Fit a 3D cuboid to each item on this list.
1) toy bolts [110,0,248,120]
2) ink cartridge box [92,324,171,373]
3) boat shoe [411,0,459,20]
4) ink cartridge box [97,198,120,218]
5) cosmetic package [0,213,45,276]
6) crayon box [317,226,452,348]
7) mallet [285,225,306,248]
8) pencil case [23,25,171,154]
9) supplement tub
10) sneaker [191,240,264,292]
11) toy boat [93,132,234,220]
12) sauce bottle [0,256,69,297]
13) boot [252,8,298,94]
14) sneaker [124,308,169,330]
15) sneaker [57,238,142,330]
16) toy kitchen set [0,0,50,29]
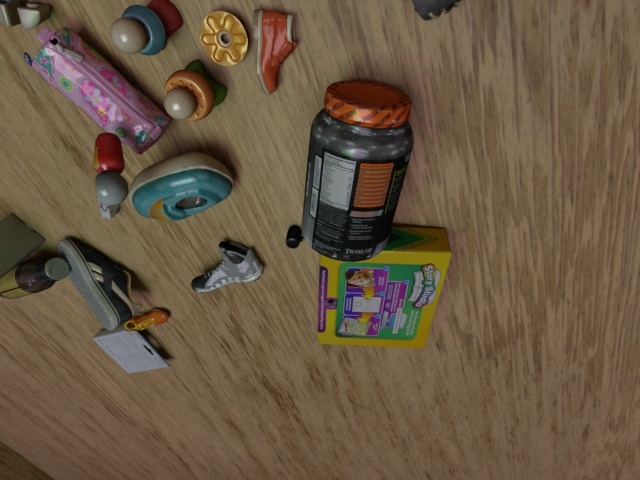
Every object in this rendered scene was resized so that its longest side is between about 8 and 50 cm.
[{"bbox_3d":[-0.276,-0.368,0.782,0.228,0.159,0.218,40,125,-18],"label":"toy bolts"},{"bbox_3d":[-0.709,0.413,1.541,0.223,0.045,0.224,-13,123,20],"label":"ink cartridge box"},{"bbox_3d":[0.190,-0.444,0.659,0.354,0.132,0.130,19,139,8],"label":"boat shoe"},{"bbox_3d":[-0.586,-0.108,1.118,0.028,0.048,0.083,12,127,3],"label":"ink cartridge box"},{"bbox_3d":[-0.958,0.040,1.187,0.107,0.238,0.127,-34,112,20],"label":"cosmetic package"},{"bbox_3d":[0.151,0.133,1.082,0.312,0.106,0.363,2,128,0],"label":"crayon box"},{"bbox_3d":[0.000,0.000,1.085,0.189,0.062,0.039,7,129,-12],"label":"mallet"},{"bbox_3d":[-0.474,-0.323,0.884,0.124,0.124,0.284,-33,114,31],"label":"pencil case"},{"bbox_3d":[0.072,-0.139,0.849,0.206,0.207,0.338,11,128,4],"label":"supplement tub"},{"bbox_3d":[-0.287,0.065,1.171,0.228,0.086,0.132,-14,118,10],"label":"sneaker"},{"bbox_3d":[-0.369,-0.118,0.920,0.267,0.148,0.318,-19,162,22],"label":"toy boat"},{"bbox_3d":[-0.923,0.118,1.295,0.344,0.111,0.112,-11,124,31],"label":"sauce bottle"},{"bbox_3d":[-0.086,-0.370,0.807,0.084,0.059,0.158,4,126,3],"label":"boot"},{"bbox_3d":[-0.602,0.284,1.407,0.174,0.067,0.064,-16,120,21],"label":"sneaker"},{"bbox_3d":[-0.695,0.123,1.281,0.126,0.127,0.321,-37,87,42],"label":"sneaker"},{"bbox_3d":[-0.661,-0.529,0.797,0.206,0.122,0.166,1,129,-14],"label":"toy kitchen set"}]
